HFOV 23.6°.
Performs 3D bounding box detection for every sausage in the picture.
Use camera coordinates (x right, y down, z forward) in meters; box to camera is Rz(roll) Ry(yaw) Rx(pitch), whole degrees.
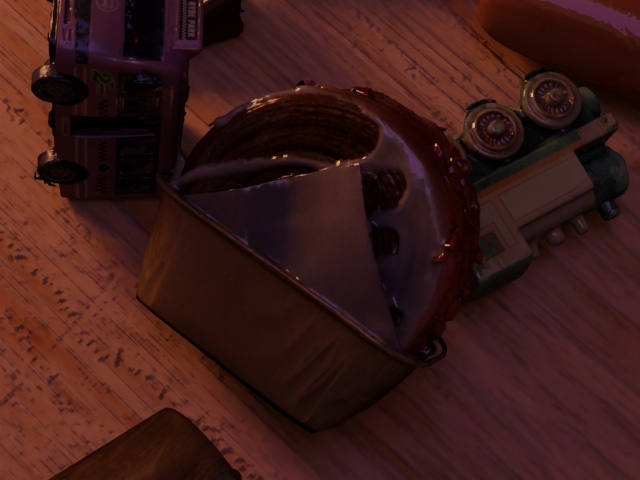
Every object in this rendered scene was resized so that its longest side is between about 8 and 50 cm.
[{"bbox_3d":[0.260,-0.143,1.175,0.289,0.086,0.086,22,63,7],"label":"sausage"}]

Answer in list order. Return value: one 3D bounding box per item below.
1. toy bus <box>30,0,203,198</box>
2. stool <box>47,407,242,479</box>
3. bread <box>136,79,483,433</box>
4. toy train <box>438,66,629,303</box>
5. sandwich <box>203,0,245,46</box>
[{"bbox_3d":[-0.140,-0.106,1.055,0.108,0.199,0.096,3,64,-7],"label":"toy bus"},{"bbox_3d":[-0.153,0.239,0.890,0.264,0.179,0.179,-32,70,-19],"label":"stool"},{"bbox_3d":[0.000,0.000,1.028,0.224,0.142,0.212,36,101,14],"label":"bread"},{"bbox_3d":[0.138,-0.040,1.119,0.194,0.081,0.125,-27,78,-18],"label":"toy train"},{"bbox_3d":[-0.122,-0.187,1.165,0.116,0.074,0.074,-20,66,-15],"label":"sandwich"}]
